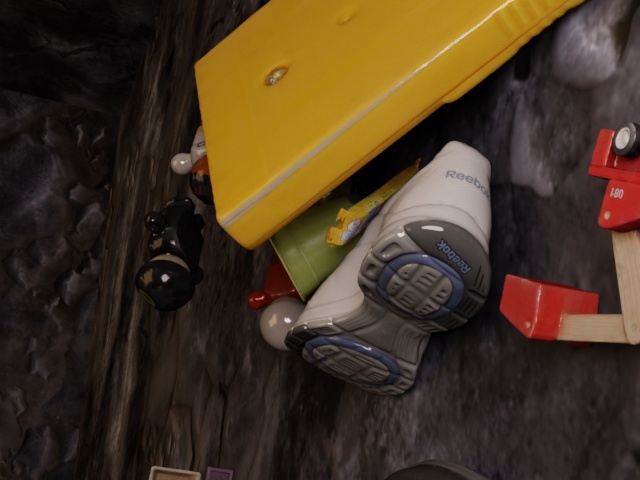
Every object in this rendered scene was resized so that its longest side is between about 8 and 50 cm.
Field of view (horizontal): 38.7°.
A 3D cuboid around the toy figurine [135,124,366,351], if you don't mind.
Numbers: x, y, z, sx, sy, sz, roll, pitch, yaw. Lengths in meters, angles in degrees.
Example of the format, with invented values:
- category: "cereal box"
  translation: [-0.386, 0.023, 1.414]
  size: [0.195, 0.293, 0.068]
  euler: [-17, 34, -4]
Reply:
- category: "toy figurine"
  translation: [-0.065, -0.010, 0.923]
  size: [0.209, 0.213, 0.148]
  euler: [-58, 16, 33]

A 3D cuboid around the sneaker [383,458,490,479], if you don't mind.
- category: "sneaker"
  translation: [0.071, 0.248, 0.514]
  size: [0.341, 0.140, 0.125]
  euler: [-113, 37, -60]

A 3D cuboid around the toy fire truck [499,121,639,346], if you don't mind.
- category: "toy fire truck"
  translation: [0.178, 0.007, 0.496]
  size: [0.192, 0.047, 0.135]
  euler: [-152, 75, -68]

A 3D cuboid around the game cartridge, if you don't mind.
- category: "game cartridge"
  translation: [0.036, -0.171, 0.764]
  size: [0.324, 0.052, 0.285]
  euler: [-35, 35, 14]

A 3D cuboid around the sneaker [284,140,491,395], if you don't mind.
- category: "sneaker"
  translation: [0.064, 0.034, 0.749]
  size: [0.297, 0.111, 0.129]
  euler: [-49, 14, 54]

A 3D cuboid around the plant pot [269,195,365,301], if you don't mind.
- category: "plant pot"
  translation: [0.000, 0.000, 0.814]
  size: [0.083, 0.079, 0.083]
  euler: [61, 179, 2]

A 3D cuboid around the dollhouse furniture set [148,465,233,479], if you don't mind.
- category: "dollhouse furniture set"
  translation: [-0.154, 0.324, 1.118]
  size: [0.081, 0.114, 0.091]
  euler: [-13, 65, 64]

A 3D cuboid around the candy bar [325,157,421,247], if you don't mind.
- category: "candy bar"
  translation: [0.050, -0.034, 0.786]
  size: [0.161, 0.018, 0.040]
  euler: [-35, -22, -54]
